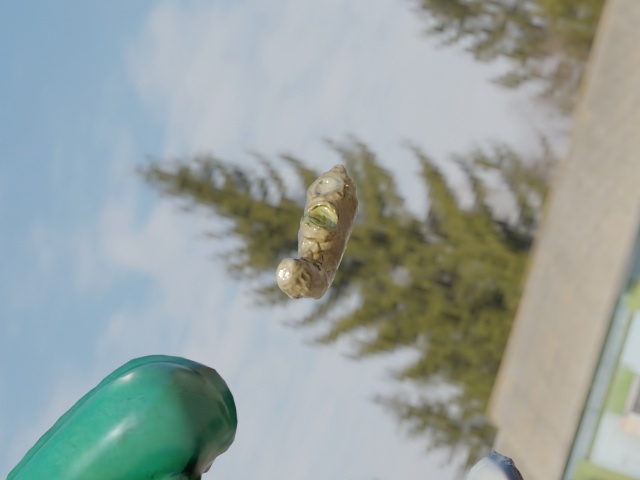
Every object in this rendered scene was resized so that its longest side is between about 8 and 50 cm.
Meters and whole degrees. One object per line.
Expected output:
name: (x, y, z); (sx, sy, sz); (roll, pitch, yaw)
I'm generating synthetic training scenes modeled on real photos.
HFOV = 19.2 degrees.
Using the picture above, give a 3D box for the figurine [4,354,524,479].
figurine: (-0.073, 0.206, 0.690); (0.231, 0.340, 0.323); (83, 174, -76)

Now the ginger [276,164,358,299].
ginger: (0.000, 0.004, 1.638); (0.173, 0.051, 0.069); (-74, -12, -54)
